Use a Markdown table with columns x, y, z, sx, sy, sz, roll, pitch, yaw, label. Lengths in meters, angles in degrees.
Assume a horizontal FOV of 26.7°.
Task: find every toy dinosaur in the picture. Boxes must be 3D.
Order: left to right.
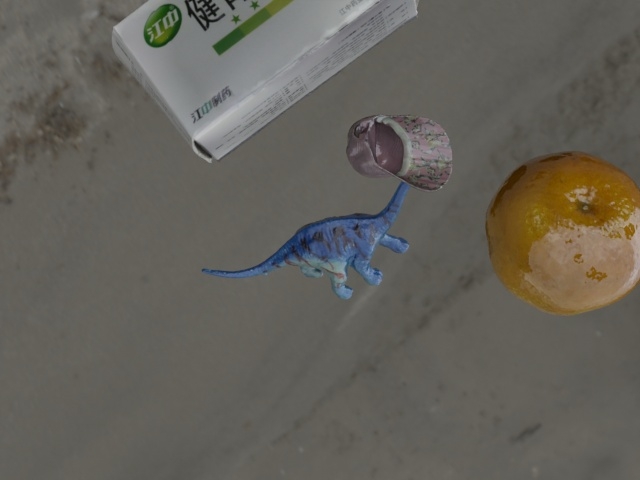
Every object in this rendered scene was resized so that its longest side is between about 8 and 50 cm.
| x | y | z | sx | sy | sz | roll | pitch | yaw | label |
| --- | --- | --- | --- | --- | --- | --- | --- | --- | --- |
| 0.025 | 0.012 | 1.703 | 0.329 | 0.076 | 0.144 | -24 | 135 | 21 | toy dinosaur |

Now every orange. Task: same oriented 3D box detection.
| x | y | z | sx | sy | sz | roll | pitch | yaw | label |
| --- | --- | --- | --- | --- | --- | --- | --- | --- | --- |
| 0.228 | -0.004 | 1.253 | 0.159 | 0.159 | 0.136 | -20 | 158 | -16 | orange |

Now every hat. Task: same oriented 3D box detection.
| x | y | z | sx | sy | sz | roll | pitch | yaw | label |
| --- | --- | --- | --- | --- | --- | --- | --- | --- | --- |
| 0.057 | -0.065 | 1.031 | 0.087 | 0.042 | 0.058 | 12 | 74 | -25 | hat |

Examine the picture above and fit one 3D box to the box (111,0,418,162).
| x | y | z | sx | sy | sz | roll | pitch | yaw | label |
| --- | --- | --- | --- | --- | --- | --- | --- | --- | --- |
| -0.064 | -0.257 | 1.591 | 0.333 | 0.173 | 0.145 | -36 | 168 | 1 | box |
